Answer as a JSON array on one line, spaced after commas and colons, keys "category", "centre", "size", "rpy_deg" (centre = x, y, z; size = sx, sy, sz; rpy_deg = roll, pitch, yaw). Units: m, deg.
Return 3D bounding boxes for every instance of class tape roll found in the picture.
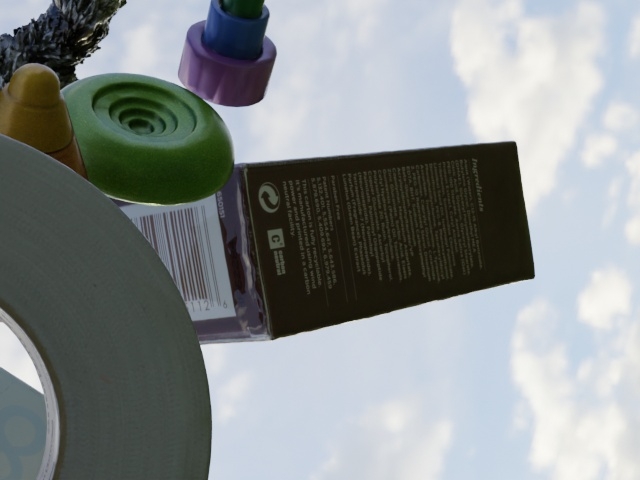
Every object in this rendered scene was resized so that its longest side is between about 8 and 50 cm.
[{"category": "tape roll", "centre": [-0.152, 0.068, 0.558], "size": [0.072, 0.219, 0.219], "rpy_deg": [157, 134, -75]}]

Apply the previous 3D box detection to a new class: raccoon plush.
[{"category": "raccoon plush", "centre": [-0.349, -0.099, 1.807], "size": [0.216, 0.299, 0.446], "rpy_deg": [2, -38, -33]}]

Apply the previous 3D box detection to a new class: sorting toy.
[{"category": "sorting toy", "centre": [-0.113, -0.094, 0.942], "size": [0.365, 0.127, 0.126], "rpy_deg": [-48, -20, -53]}]

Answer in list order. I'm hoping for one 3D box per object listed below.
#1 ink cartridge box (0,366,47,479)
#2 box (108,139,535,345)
[{"category": "ink cartridge box", "centre": [-0.473, 0.279, 1.639], "size": [0.385, 0.308, 0.091], "rpy_deg": [-60, 11, -25]}, {"category": "box", "centre": [0.000, 0.000, 1.317], "size": [0.381, 0.191, 0.143], "rpy_deg": [-11, -88, -50]}]
